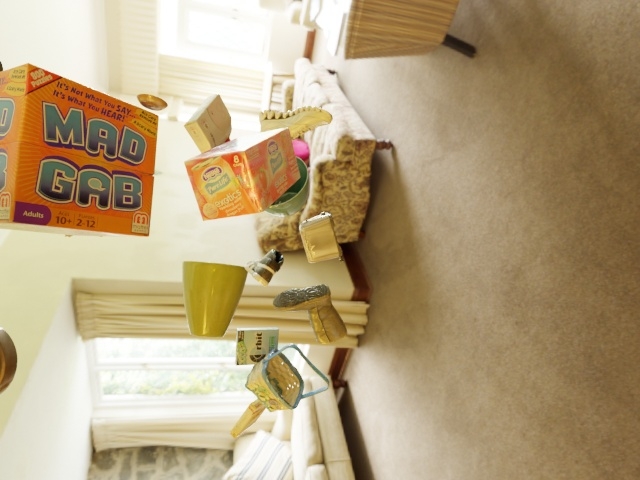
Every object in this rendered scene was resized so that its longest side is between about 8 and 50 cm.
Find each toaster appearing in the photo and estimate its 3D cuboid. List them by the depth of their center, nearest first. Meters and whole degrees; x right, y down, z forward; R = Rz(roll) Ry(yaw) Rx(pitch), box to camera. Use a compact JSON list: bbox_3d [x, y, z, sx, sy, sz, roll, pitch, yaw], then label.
[{"bbox_3d":[0.000,0.000,1.841,0.129,0.147,0.226,-114,8,-77],"label":"toaster"}]

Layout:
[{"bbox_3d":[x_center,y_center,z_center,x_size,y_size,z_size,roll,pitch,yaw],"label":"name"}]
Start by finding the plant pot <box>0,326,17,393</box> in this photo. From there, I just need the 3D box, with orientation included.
[{"bbox_3d":[-1.303,0.447,1.517,0.280,0.324,0.322,31,-117,-88],"label":"plant pot"}]

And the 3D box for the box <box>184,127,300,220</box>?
[{"bbox_3d":[-0.171,-0.169,1.057,0.300,0.154,0.141,-57,-42,-62],"label":"box"}]

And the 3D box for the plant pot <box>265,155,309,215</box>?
[{"bbox_3d":[-0.171,-0.218,1.992,0.195,0.291,0.289,65,-165,-55],"label":"plant pot"}]

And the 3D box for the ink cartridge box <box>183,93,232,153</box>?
[{"bbox_3d":[-0.327,-0.328,1.428,0.232,0.066,0.189,59,-149,-34],"label":"ink cartridge box"}]

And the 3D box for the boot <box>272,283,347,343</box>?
[{"bbox_3d":[-0.028,0.234,1.333,0.076,0.190,0.208,-90,-12,-46],"label":"boot"}]

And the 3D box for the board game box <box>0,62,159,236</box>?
[{"bbox_3d":[-0.707,-0.201,1.174,0.357,0.357,0.355,10,-97,-60],"label":"board game box"}]

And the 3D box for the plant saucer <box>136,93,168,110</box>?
[{"bbox_3d":[-0.470,-0.381,1.223,0.083,0.084,0.015,154,124,-73],"label":"plant saucer"}]

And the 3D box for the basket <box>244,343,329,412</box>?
[{"bbox_3d":[-0.139,0.567,1.797,0.289,0.254,0.201,-35,14,19],"label":"basket"}]

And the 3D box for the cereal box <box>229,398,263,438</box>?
[{"bbox_3d":[-0.331,0.852,2.161,0.047,0.173,0.240,43,117,18],"label":"cereal box"}]

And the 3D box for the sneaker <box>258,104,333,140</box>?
[{"bbox_3d":[-0.092,-0.416,1.598,0.110,0.293,0.118,24,-112,-64],"label":"sneaker"}]

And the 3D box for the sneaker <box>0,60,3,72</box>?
[{"bbox_3d":[-1.143,-0.542,1.500,0.051,0.089,0.170,9,99,39],"label":"sneaker"}]

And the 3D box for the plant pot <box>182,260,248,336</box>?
[{"bbox_3d":[-0.450,0.246,1.821,0.275,0.275,0.292,156,120,-73],"label":"plant pot"}]

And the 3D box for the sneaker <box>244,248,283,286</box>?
[{"bbox_3d":[-0.183,0.082,1.495,0.121,0.079,0.217,-49,21,-7],"label":"sneaker"}]

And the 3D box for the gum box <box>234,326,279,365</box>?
[{"bbox_3d":[-0.280,0.465,1.934,0.041,0.185,0.156,-175,89,-69],"label":"gum box"}]
